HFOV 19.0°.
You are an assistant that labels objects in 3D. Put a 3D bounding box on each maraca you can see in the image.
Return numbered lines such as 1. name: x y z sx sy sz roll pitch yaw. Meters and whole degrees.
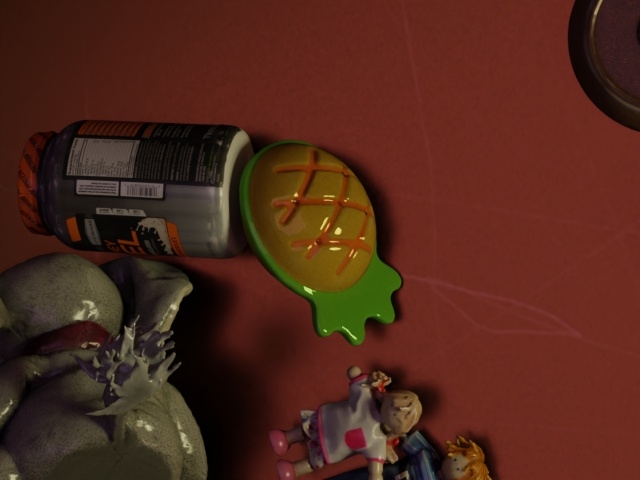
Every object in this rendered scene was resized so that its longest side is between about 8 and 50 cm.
1. maraca: 0.000 0.000 1.631 0.099 0.127 0.185 -27 94 55

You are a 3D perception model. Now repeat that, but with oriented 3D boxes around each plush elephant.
1. plush elephant: -0.226 0.127 1.612 0.330 0.272 0.255 -63 32 30

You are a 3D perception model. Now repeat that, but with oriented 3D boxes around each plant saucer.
1. plant saucer: 0.290 -0.173 1.604 0.168 0.029 0.168 0 88 13

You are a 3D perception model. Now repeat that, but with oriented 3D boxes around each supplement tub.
1. supplement tub: -0.158 -0.046 1.663 0.190 0.117 0.117 3 90 14

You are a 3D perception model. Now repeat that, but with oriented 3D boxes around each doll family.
1. doll family: 0.069 0.240 1.624 0.163 0.118 0.263 -21 67 18
